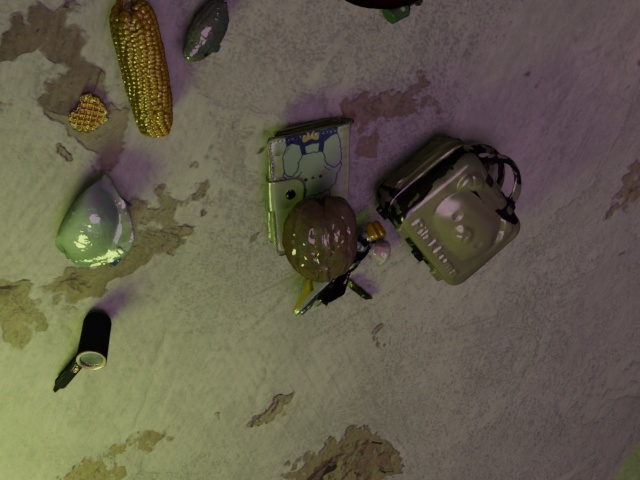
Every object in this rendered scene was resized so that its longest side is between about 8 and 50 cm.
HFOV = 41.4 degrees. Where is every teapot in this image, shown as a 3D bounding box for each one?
[{"bbox_3d":[0.143,0.016,2.193,0.064,0.064,0.083,16,81,-23],"label":"teapot"}]

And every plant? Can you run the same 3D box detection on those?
[{"bbox_3d":[0.187,-0.522,1.871,0.102,0.051,0.051,-38,129,-14],"label":"plant"}]

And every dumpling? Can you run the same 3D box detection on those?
[{"bbox_3d":[-0.482,-0.036,1.848,0.149,0.105,0.216,21,109,-28],"label":"dumpling"}]

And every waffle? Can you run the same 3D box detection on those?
[{"bbox_3d":[-0.484,-0.262,1.761,0.085,0.016,0.078,-40,127,5],"label":"waffle"}]

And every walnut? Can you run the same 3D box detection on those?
[{"bbox_3d":[0.001,0.001,1.959,0.178,0.178,0.230,-16,128,-14],"label":"walnut"}]

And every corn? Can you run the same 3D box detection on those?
[{"bbox_3d":[-0.357,-0.349,1.708,0.102,0.101,0.310,-16,124,-14],"label":"corn"}]

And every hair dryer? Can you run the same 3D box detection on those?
[{"bbox_3d":[-0.585,0.283,2.034,0.070,0.128,0.255,27,129,-28],"label":"hair dryer"}]

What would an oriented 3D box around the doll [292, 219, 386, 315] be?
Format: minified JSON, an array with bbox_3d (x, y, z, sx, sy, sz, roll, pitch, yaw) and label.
[{"bbox_3d":[0.041,0.076,2.130,0.103,0.145,0.316,39,111,-12],"label":"doll"}]

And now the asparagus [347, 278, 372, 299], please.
[{"bbox_3d":[0.106,0.136,2.269,0.021,0.025,0.108,-51,127,0],"label":"asparagus"}]

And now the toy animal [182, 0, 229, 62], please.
[{"bbox_3d":[-0.197,-0.467,1.735,0.253,0.070,0.079,-49,163,-4],"label":"toy animal"}]

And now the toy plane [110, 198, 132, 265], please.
[{"bbox_3d":[-0.456,-0.014,1.917,0.062,0.054,0.167,-17,131,-44],"label":"toy plane"}]

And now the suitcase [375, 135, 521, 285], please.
[{"bbox_3d":[0.350,-0.090,2.127,0.339,0.194,0.351,-41,128,2],"label":"suitcase"}]

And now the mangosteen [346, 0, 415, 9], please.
[{"bbox_3d":[0.120,-0.602,1.619,0.330,0.330,0.329,-11,124,-17],"label":"mangosteen"}]

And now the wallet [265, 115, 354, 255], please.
[{"bbox_3d":[-0.027,-0.129,2.010,0.223,0.077,0.309,-12,123,-19],"label":"wallet"}]
